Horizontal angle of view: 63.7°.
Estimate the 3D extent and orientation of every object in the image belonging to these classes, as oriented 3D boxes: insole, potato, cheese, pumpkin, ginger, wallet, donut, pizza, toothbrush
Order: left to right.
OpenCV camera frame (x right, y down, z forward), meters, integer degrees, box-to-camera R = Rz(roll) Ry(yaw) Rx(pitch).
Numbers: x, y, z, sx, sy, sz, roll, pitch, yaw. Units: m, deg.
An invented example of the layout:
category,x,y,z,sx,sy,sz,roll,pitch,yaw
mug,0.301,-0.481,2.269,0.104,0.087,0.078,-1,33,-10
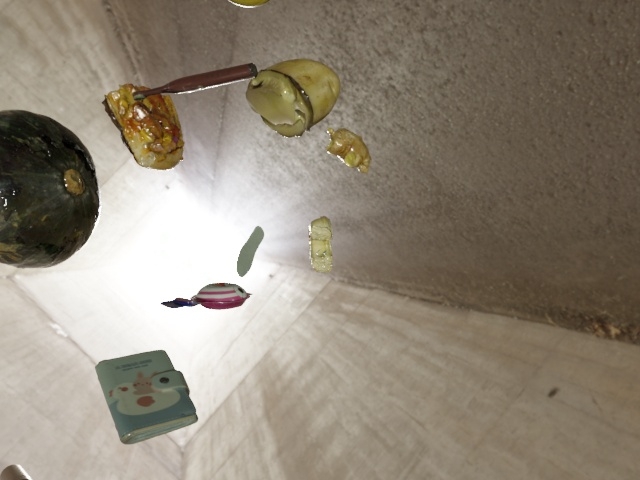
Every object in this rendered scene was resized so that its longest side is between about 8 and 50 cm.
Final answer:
category,x,y,z,sx,sy,sz,roll,pitch,yaw
pumpkin,-0.830,-0.141,1.465,0.344,0.454,0.454,-5,148,23
wallet,-0.545,0.477,1.626,0.252,0.083,0.360,-5,-151,-34
pizza,-0.508,-0.351,1.536,0.277,0.114,0.408,50,-164,-31
toothbrush,-0.320,-0.388,1.275,0.364,0.040,0.041,-4,150,22
cheese,-0.284,0.147,1.319,0.244,0.062,0.155,-4,-174,-43
insole,-0.167,0.024,1.229,0.002,0.152,0.053,-11,128,34
potato,-0.062,-0.450,1.568,0.286,0.242,0.242,6,145,52
donut,0.000,0.000,1.437,0.108,0.065,0.165,-101,7,-53
ginger,0.101,-0.338,1.896,0.216,0.157,0.102,41,134,-9

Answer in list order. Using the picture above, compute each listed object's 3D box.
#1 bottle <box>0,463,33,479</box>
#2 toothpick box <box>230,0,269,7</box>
category,x,y,z,sx,sy,sz,roll,pitch,yaw
bottle,-0.706,0.564,1.201,0.140,0.053,0.053,-6,136,48
toothpick box,-0.132,-0.665,1.156,0.175,0.271,0.175,14,144,10
